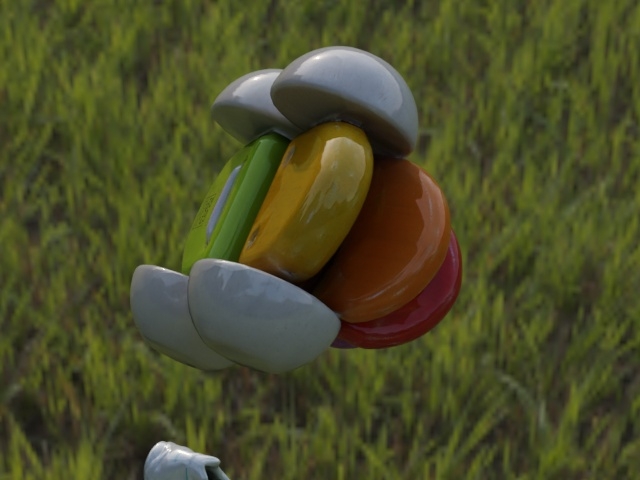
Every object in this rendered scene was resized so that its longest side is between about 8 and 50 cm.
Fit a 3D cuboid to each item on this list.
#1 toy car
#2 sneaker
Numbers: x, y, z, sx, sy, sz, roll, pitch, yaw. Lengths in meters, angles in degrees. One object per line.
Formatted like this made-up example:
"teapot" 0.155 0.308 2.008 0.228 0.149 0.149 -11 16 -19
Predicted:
"toy car" 0.000 0.000 0.860 0.136 0.159 0.182 29 -15 -22
"sneaker" -0.085 0.224 1.355 0.061 0.152 0.054 2 42 37
